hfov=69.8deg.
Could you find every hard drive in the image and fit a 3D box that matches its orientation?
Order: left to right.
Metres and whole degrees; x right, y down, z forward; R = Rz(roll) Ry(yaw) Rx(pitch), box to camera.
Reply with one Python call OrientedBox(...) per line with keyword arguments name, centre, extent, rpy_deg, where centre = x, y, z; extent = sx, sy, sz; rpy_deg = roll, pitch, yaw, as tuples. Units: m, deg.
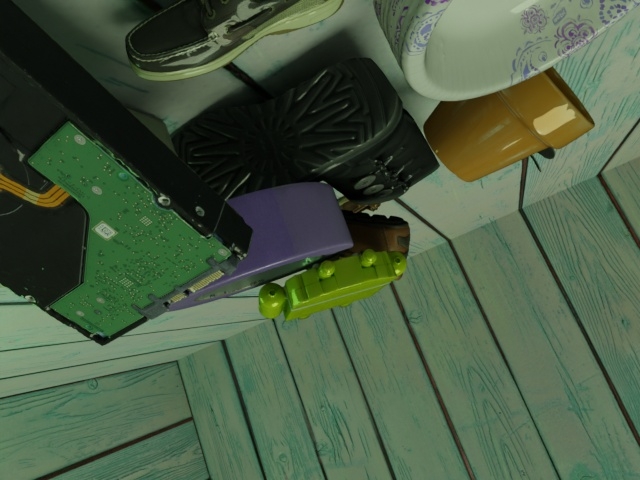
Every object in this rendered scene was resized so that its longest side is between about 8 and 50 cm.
OrientedBox(name="hard drive", centre=(-0.259, -0.050, 0.416), extent=(0.237, 0.064, 0.339), rpy_deg=(-29, 122, 26))

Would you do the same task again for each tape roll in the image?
OrientedBox(name="tape roll", centre=(-0.097, 0.013, 0.640), extent=(0.275, 0.090, 0.275), rpy_deg=(-19, 173, -3))

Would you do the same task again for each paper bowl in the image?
OrientedBox(name="paper bowl", centre=(0.187, -0.278, 0.441), extent=(0.284, 0.148, 0.284), rpy_deg=(-20, 167, -5))

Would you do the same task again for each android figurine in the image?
OrientedBox(name="android figurine", centre=(0.021, 0.074, 0.744), extent=(0.248, 0.056, 0.273), rpy_deg=(-15, 164, -11))

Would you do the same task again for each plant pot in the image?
OrientedBox(name="plant pot", centre=(0.273, -0.196, 0.715), extent=(0.205, 0.205, 0.188), rpy_deg=(-5, 152, -49))

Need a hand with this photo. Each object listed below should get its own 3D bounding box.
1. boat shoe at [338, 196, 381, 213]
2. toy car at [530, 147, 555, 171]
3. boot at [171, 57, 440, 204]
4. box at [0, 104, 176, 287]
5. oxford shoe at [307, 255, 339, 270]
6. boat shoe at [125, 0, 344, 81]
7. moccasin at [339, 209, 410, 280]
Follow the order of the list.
OrientedBox(name="boat shoe", centre=(0.132, -0.103, 1.194), extent=(0.178, 0.060, 0.064), rpy_deg=(-21, 166, -1))
OrientedBox(name="toy car", centre=(0.378, -0.222, 0.841), extent=(0.149, 0.188, 0.155), rpy_deg=(-24, 166, 10))
OrientedBox(name="boot", centre=(0.002, -0.129, 0.801), extent=(0.367, 0.146, 0.445), rpy_deg=(-15, 178, 19))
OrientedBox(name="box", centre=(-0.301, -0.050, 0.583), extent=(0.232, 0.148, 0.127), rpy_deg=(-28, 165, 22))
OrientedBox(name="oxford shoe", centre=(-0.128, 0.006, 0.864), extent=(0.348, 0.130, 0.123), rpy_deg=(5, -170, 26))
OrientedBox(name="boat shoe", centre=(-0.080, -0.222, 0.423), extent=(0.224, 0.080, 0.073), rpy_deg=(-25, 161, -8))
OrientedBox(name="moccasin", centre=(0.002, 0.000, 0.953), extent=(0.380, 0.147, 0.139), rpy_deg=(11, -166, 26))
